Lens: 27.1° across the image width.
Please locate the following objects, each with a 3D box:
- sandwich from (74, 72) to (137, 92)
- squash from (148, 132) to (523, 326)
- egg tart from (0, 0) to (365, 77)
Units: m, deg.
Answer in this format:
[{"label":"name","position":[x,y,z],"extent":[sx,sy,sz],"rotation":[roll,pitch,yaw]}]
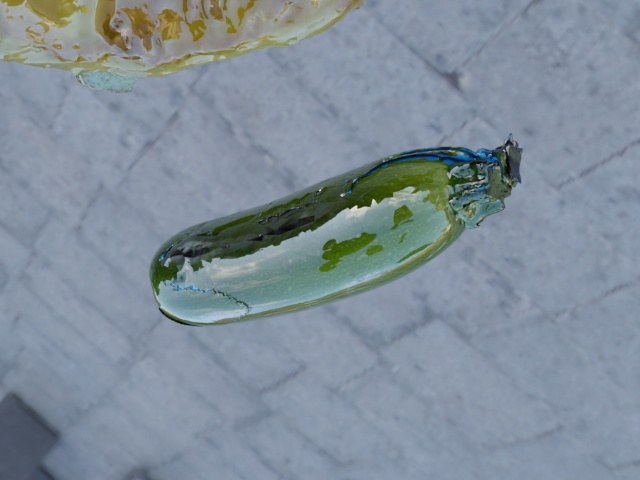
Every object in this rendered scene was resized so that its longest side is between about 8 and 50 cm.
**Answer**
[{"label":"sandwich","position":[-0.152,-0.163,1.060],"extent":[0.093,0.035,0.105],"rotation":[10,127,-20]},{"label":"squash","position":[0.001,0.001,0.893],"extent":[0.331,0.087,0.087],"rotation":[-19,121,38]},{"label":"egg tart","position":[-0.088,-0.224,0.697],"extent":[0.341,0.132,0.341],"rotation":[-8,146,-6]}]
